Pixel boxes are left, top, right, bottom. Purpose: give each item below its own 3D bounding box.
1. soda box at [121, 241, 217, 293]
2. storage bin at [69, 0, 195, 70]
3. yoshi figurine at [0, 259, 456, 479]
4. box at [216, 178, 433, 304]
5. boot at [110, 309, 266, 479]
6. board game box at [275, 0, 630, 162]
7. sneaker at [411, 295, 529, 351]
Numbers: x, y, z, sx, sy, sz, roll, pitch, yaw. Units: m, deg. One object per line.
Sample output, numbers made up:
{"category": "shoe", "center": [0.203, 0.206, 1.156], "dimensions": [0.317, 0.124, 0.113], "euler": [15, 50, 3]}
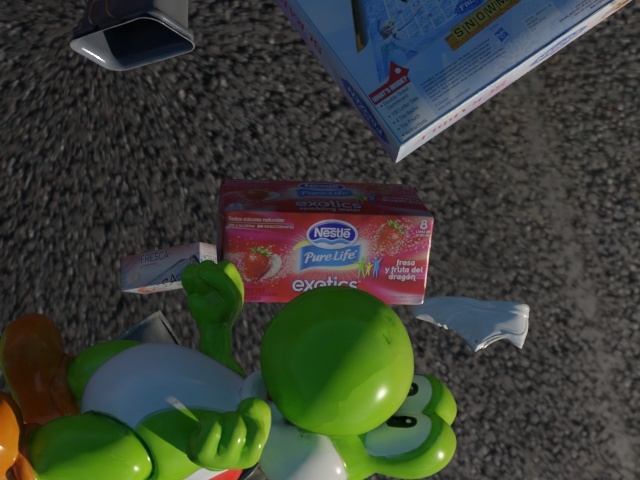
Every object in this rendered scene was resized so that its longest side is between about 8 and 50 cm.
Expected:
{"category": "soda box", "center": [-0.251, 0.048, 1.735], "dimensions": [0.058, 0.183, 0.063], "euler": [14, 70, -53]}
{"category": "storage bin", "center": [-0.211, -0.260, 1.161], "dimensions": [0.098, 0.135, 0.091], "euler": [26, 62, -50]}
{"category": "yoshi figurine", "center": [-0.079, 0.104, 0.778], "dimensions": [0.362, 0.203, 0.204], "euler": [-1, 79, 6]}
{"category": "box", "center": [0.000, 0.000, 1.297], "dimensions": [0.256, 0.128, 0.123], "euler": [2, 111, -8]}
{"category": "boot", "center": [-0.174, 0.202, 1.075], "dimensions": [0.189, 0.076, 0.208], "euler": [-40, 96, 12]}
{"category": "board game box", "center": [0.109, -0.293, 1.010], "dimensions": [0.318, 0.066, 0.318], "euler": [-34, 83, -8]}
{"category": "sneaker", "center": [0.265, 0.152, 1.863], "dimensions": [0.212, 0.080, 0.094], "euler": [3, 79, 17]}
